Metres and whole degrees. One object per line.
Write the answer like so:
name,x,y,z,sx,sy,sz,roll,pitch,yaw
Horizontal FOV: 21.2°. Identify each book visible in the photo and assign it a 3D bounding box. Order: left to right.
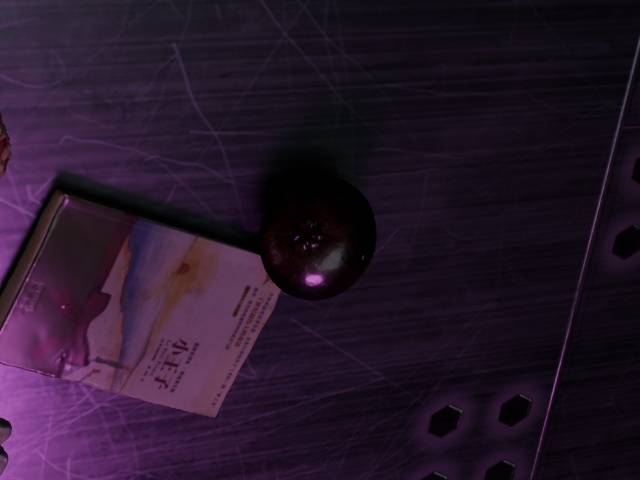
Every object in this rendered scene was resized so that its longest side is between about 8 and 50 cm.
book,-0.186,0.068,1.747,0.289,0.026,0.201,17,108,-35

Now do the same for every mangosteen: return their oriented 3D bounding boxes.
mangosteen,0.000,0.000,1.758,0.140,0.140,0.140,-14,125,-21

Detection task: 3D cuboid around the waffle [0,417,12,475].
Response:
waffle,-0.434,0.230,1.635,0.292,0.056,0.309,-42,151,-9

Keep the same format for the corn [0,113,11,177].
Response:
corn,-0.346,-0.149,1.476,0.098,0.098,0.290,-28,130,-11
